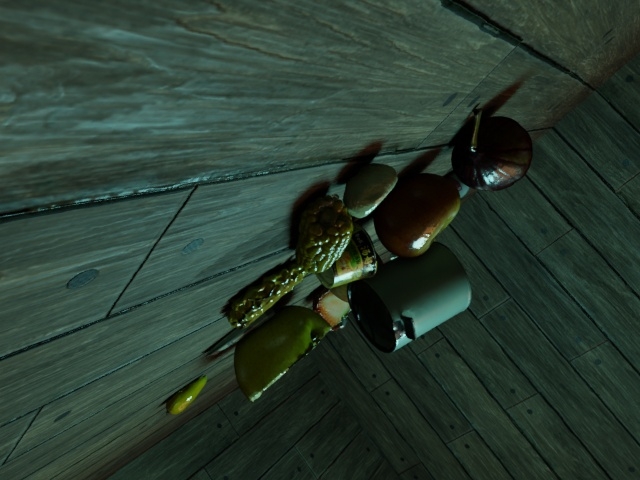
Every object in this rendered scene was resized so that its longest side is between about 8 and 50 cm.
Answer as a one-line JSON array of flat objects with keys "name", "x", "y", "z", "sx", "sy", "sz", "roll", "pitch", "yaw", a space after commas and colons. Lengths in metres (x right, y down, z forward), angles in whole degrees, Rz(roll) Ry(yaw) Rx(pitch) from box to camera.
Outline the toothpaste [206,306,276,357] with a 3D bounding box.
[{"name": "toothpaste", "x": -0.237, "y": 0.272, "z": 1.466, "sx": 0.239, "sy": 0.039, "sz": 0.062, "roll": -35, "pitch": 176, "yaw": -5}]

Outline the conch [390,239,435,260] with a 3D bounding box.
[{"name": "conch", "x": 0.380, "y": -0.021, "z": 1.928, "sx": 0.291, "sy": 0.159, "sz": 0.210, "roll": -40, "pitch": 168, "yaw": -4}]

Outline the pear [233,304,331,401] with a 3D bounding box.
[{"name": "pear", "x": -0.150, "y": 0.336, "z": 1.592, "sx": 0.386, "sy": 0.191, "sz": 0.340, "roll": -47, "pitch": 170, "yaw": 37}]

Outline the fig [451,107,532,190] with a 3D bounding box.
[{"name": "fig", "x": 0.414, "y": -0.213, "z": 1.244, "sx": 0.203, "sy": 0.186, "sz": 0.249, "roll": -24, "pitch": 173, "yaw": 40}]

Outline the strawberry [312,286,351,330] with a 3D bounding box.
[{"name": "strawberry", "x": 0.039, "y": 0.232, "z": 2.031, "sx": 0.233, "sy": 0.137, "sz": 0.306, "roll": -55, "pitch": 146, "yaw": -11}]

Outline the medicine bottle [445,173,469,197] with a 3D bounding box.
[{"name": "medicine bottle", "x": 0.467, "y": -0.186, "z": 1.719, "sx": 0.216, "sy": 0.090, "sz": 0.090, "roll": -32, "pitch": 167, "yaw": -32}]

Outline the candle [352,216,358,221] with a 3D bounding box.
[{"name": "candle", "x": 0.118, "y": -0.095, "z": 1.162, "sx": 0.026, "sy": 0.021, "sz": 0.167, "roll": -7, "pitch": 155, "yaw": -27}]

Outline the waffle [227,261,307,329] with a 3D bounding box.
[{"name": "waffle", "x": -0.129, "y": 0.131, "z": 1.224, "sx": 0.238, "sy": 0.059, "sz": 0.243, "roll": -40, "pitch": 172, "yaw": -10}]

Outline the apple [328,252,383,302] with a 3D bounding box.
[{"name": "apple", "x": 0.105, "y": 0.100, "z": 1.506, "sx": 0.188, "sy": 0.174, "sz": 0.188, "roll": -36, "pitch": 166, "yaw": -11}]

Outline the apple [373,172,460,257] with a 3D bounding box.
[{"name": "apple", "x": 0.243, "y": -0.073, "z": 1.276, "sx": 0.235, "sy": 0.173, "sz": 0.210, "roll": -43, "pitch": 163, "yaw": -19}]

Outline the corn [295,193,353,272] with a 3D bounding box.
[{"name": "corn", "x": 0.003, "y": 0.004, "z": 0.985, "sx": 0.102, "sy": 0.102, "sz": 0.313, "roll": -36, "pitch": 169, "yaw": -13}]

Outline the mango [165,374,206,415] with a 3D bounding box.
[{"name": "mango", "x": -0.483, "y": 0.561, "z": 1.783, "sx": 0.187, "sy": 0.066, "sz": 0.101, "roll": -42, "pitch": 173, "yaw": -31}]

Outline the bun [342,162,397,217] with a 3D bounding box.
[{"name": "bun", "x": 0.086, "y": -0.098, "z": 0.905, "sx": 0.115, "sy": 0.069, "sz": 0.115, "roll": -48, "pitch": -175, "yaw": 6}]

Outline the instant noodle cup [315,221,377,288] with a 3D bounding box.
[{"name": "instant noodle cup", "x": 0.050, "y": 0.042, "z": 1.215, "sx": 0.122, "sy": 0.151, "sz": 0.151, "roll": -20, "pitch": 162, "yaw": -23}]

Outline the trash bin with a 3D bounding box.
[{"name": "trash bin", "x": 0.239, "y": 0.151, "z": 1.339, "sx": 0.262, "sy": 0.217, "sz": 0.277, "roll": -23, "pitch": -156, "yaw": -22}]
